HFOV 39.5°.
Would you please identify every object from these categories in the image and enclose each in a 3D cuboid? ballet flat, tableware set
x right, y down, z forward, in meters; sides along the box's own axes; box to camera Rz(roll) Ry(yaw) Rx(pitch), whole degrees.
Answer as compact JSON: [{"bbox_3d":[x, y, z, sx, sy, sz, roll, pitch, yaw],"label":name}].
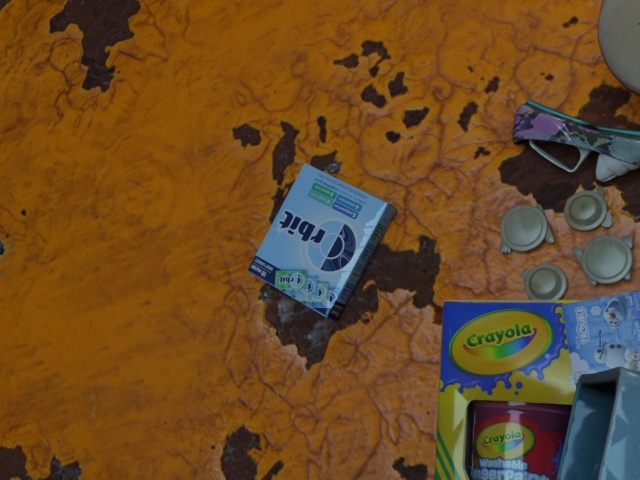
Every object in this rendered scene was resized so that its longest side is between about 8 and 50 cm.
[{"bbox_3d":[0.350,-0.123,1.159,0.221,0.077,0.079,21,104,34],"label":"ballet flat"},{"bbox_3d":[0.318,0.006,1.162,0.168,0.020,0.141,-19,67,22],"label":"tableware set"}]

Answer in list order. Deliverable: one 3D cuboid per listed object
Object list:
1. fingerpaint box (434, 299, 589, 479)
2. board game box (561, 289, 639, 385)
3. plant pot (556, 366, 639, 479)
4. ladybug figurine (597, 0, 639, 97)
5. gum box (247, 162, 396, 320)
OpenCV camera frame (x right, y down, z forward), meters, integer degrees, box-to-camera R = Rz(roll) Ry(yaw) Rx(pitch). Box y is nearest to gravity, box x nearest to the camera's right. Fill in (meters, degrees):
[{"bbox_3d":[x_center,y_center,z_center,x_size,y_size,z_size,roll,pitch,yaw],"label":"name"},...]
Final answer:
[{"bbox_3d":[0.358,0.257,0.991,0.444,0.163,0.371,-1,75,25],"label":"fingerpaint box"},{"bbox_3d":[0.311,0.105,0.956,0.090,0.020,0.090,-14,66,23],"label":"board game box"},{"bbox_3d":[0.341,0.263,0.777,0.252,0.248,0.247,12,82,10],"label":"plant pot"},{"bbox_3d":[0.550,-0.306,1.046,0.449,0.162,0.305,-31,58,16],"label":"ladybug figurine"},{"bbox_3d":[0.000,0.000,1.306,0.157,0.041,0.184,29,91,29],"label":"gum box"}]
